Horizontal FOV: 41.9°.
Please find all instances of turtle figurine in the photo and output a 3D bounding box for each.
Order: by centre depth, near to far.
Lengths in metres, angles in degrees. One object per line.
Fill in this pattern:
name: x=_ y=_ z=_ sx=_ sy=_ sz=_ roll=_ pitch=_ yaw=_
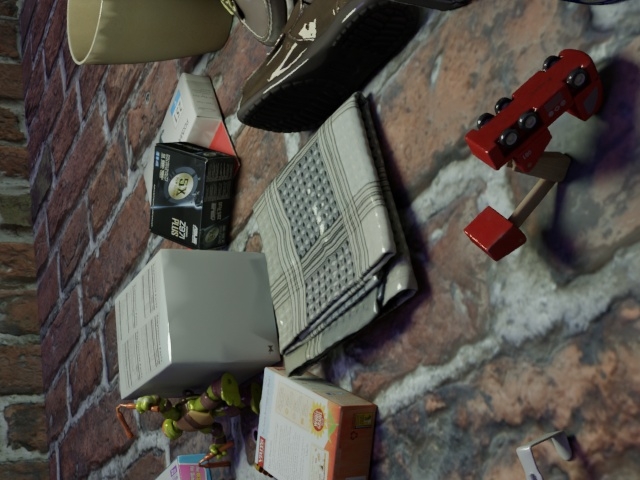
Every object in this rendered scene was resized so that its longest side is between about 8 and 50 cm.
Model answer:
turtle figurine: x=-0.199 y=0.306 z=1.461 sx=0.217 sy=0.269 sz=0.087 roll=-29 pitch=38 yaw=27

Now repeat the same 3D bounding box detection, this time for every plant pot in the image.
plant pot: x=-0.318 y=-0.446 z=1.602 sx=0.256 sy=0.273 sz=0.257 roll=-9 pitch=80 yaw=59

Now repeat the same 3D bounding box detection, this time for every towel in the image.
towel: x=0.000 y=0.000 z=1.209 sx=0.312 sy=0.056 sz=0.324 roll=-42 pitch=51 yaw=43

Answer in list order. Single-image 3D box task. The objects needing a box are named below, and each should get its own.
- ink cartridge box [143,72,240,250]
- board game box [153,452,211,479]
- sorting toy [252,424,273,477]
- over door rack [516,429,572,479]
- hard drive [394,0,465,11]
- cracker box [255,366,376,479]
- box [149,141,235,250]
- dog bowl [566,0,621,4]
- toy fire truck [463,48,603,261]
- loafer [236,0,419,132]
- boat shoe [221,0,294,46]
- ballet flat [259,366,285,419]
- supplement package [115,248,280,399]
ink cartridge box: x=-0.273 y=-0.146 z=1.713 sx=0.296 sy=0.066 sz=0.261 roll=-59 pitch=40 yaw=39
board game box: x=-0.268 y=0.614 z=1.653 sx=0.242 sy=0.064 sz=0.317 roll=-48 pitch=48 yaw=48
sorting toy: x=-0.097 y=0.347 z=1.399 sx=0.061 sy=0.042 sz=0.102 roll=-58 pitch=41 yaw=40
over door rack: x=0.276 y=0.309 z=0.703 sx=0.239 sy=0.108 sz=0.325 roll=-33 pitch=60 yaw=53
hard drive: x=0.076 y=-0.456 z=0.969 sx=0.064 sy=0.236 sz=0.339 roll=0 pitch=89 yaw=60
cracker box: x=-0.013 y=0.289 z=1.236 sx=0.232 sy=0.067 sz=0.156 roll=12 pitch=97 yaw=59
box: x=-0.247 y=-0.087 z=1.595 sx=0.147 sy=0.077 sz=0.180 roll=20 pitch=110 yaw=36
dog bowl: x=0.254 y=-0.363 z=0.788 sx=0.265 sy=0.104 sz=0.265 roll=-7 pitch=82 yaw=60
toy fire truck: x=0.213 y=-0.085 z=0.844 sx=0.192 sy=0.135 sz=0.047 roll=-41 pitch=40 yaw=-1
loafer: x=0.003 y=-0.277 z=1.206 sx=0.366 sy=0.133 sz=0.130 roll=-32 pitch=56 yaw=43
boat shoe: x=-0.134 y=-0.445 z=1.462 sx=0.117 sy=0.096 sz=0.324 roll=-60 pitch=40 yaw=38
ballet flat: x=-0.077 y=0.257 z=1.375 sx=0.041 sy=0.041 sz=0.114 roll=51 pitch=130 yaw=48
supplement package: x=-0.225 y=0.154 z=1.476 sx=0.262 sy=0.199 sz=0.198 roll=-38 pitch=56 yaw=53
